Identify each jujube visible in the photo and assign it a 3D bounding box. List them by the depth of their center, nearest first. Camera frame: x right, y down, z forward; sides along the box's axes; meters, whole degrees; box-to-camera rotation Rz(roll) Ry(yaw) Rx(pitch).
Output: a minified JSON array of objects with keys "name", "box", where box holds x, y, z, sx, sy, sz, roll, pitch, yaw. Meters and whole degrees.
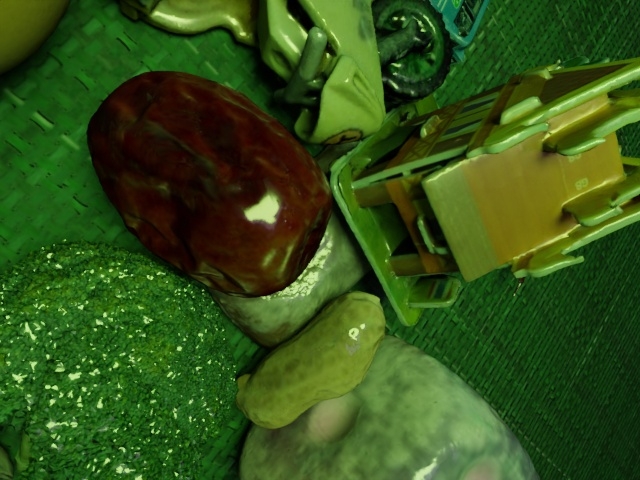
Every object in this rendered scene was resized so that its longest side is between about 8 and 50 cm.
[{"name":"jujube","box":[-0.106,-0.059,0.397,0.243,0.183,0.184,29,80,12]}]

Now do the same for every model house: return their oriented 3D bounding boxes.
[{"name":"model house","box":[0.245,-0.090,0.492,0.358,0.312,0.243,-48,119,-42]}]

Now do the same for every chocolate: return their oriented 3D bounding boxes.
[{"name":"chocolate","box":[0.000,0.000,0.537,0.303,0.100,0.185,-43,110,-21]}]

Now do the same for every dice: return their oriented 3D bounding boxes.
[{"name":"dice","box":[0.079,0.305,0.512,0.270,0.270,0.271,-40,113,-18]}]

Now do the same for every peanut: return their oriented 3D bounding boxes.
[{"name":"peanut","box":[-0.009,0.143,0.471,0.214,0.099,0.100,-33,112,4]}]

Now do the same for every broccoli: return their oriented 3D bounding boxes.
[{"name":"broccoli","box":[-0.200,0.130,0.382,0.269,0.262,0.241,24,124,-33]}]

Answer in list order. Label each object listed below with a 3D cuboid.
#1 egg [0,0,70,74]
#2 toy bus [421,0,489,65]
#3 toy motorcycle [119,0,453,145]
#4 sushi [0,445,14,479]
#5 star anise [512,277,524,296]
[{"name":"egg","box":[-0.286,-0.268,0.257,0.249,0.250,0.323,-3,107,-28]},{"name":"toy bus","box":[0.183,-0.381,0.575,0.134,0.113,0.247,30,80,-34]},{"name":"toy motorcycle","box":[-0.042,-0.261,0.431,0.410,0.168,0.237,34,70,-13]},{"name":"sushi","box":[-0.358,0.120,0.355,0.109,0.134,0.273,0,117,-8]},{"name":"star anise","box":[0.390,0.012,0.731,0.158,0.144,0.141,16,123,-1]}]
